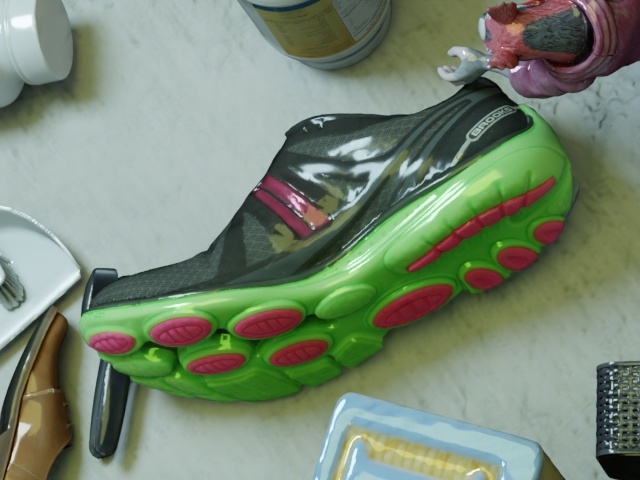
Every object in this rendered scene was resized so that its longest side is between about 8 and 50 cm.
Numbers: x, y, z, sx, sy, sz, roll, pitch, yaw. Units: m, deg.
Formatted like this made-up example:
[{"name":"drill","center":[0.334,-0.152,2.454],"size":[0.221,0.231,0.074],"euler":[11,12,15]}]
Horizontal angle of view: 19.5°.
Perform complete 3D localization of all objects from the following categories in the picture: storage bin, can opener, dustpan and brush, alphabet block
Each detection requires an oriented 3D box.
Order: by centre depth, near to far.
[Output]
[{"name":"alphabet block","center":[0.097,0.261,1.604],"size":[0.192,0.197,0.193],"euler":[15,77,21]},{"name":"storage bin","center":[0.333,0.158,1.609],"size":[0.180,0.122,0.084],"euler":[-3,71,16]},{"name":"can opener","center":[-0.204,0.121,1.821],"size":[0.073,0.059,0.186],"euler":[6,83,-9]},{"name":"dustpan and brush","center":[-0.357,0.002,1.899],"size":[0.147,0.060,0.211],"euler":[-42,58,1]}]

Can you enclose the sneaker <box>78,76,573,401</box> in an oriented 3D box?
[{"name":"sneaker","center":[0.000,0.000,1.757],"size":[0.482,0.185,0.202],"euler":[-23,50,4]}]

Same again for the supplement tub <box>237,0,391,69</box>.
[{"name":"supplement tub","center":[-0.012,-0.260,1.809],"size":[0.144,0.200,0.144],"euler":[-5,71,14]}]

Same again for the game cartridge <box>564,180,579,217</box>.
[{"name":"game cartridge","center":[0.206,-0.031,1.769],"size":[0.056,0.017,0.083],"euler":[39,86,27]}]

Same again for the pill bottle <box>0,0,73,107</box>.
[{"name":"pill bottle","center":[-0.390,-0.197,1.934],"size":[0.245,0.136,0.136],"euler":[-8,70,14]}]

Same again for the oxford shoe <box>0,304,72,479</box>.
[{"name":"oxford shoe","center":[-0.275,0.168,1.827],"size":[0.076,0.076,0.212],"euler":[17,70,-12]}]

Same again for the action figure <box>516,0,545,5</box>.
[{"name":"action figure","center":[0.196,-0.370,1.840],"size":[0.139,0.091,0.280],"euler":[15,77,8]}]

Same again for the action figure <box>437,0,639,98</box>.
[{"name":"action figure","center":[0.277,-0.194,1.633],"size":[0.370,0.248,0.275],"euler":[-26,56,-39]}]
